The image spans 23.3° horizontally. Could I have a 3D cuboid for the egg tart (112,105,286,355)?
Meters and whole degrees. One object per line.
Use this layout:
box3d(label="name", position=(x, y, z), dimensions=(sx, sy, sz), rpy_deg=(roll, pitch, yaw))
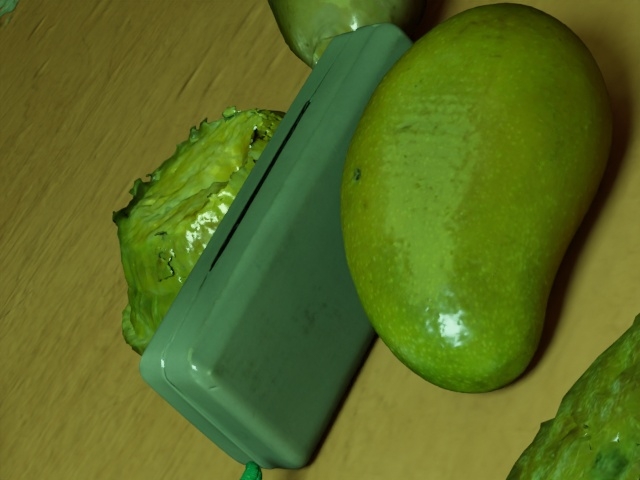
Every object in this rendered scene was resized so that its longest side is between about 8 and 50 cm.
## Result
box3d(label="egg tart", position=(-0.055, -0.014, 0.973), dimensions=(0.213, 0.090, 0.212), rpy_deg=(-32, 28, 20))

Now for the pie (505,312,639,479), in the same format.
box3d(label="pie", position=(0.188, 0.071, 0.481), dimensions=(0.355, 0.103, 0.288), rpy_deg=(-42, 27, 19))

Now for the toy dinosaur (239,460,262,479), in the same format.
box3d(label="toy dinosaur", position=(-0.073, 0.163, 0.793), dimensions=(0.132, 0.059, 0.096), rpy_deg=(-48, 20, 16))

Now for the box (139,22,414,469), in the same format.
box3d(label="box", position=(0.000, 0.000, 0.847), dimensions=(0.055, 0.103, 0.243), rpy_deg=(-5, 48, 48))

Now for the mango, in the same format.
box3d(label="mango", position=(0.076, -0.027, 0.784), dimensions=(0.136, 0.099, 0.227), rpy_deg=(-3, 54, 23))

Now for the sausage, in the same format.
box3d(label="sausage", position=(-0.012, -0.248, 1.183), dimensions=(0.136, 0.123, 0.501), rpy_deg=(-45, 27, 9))
